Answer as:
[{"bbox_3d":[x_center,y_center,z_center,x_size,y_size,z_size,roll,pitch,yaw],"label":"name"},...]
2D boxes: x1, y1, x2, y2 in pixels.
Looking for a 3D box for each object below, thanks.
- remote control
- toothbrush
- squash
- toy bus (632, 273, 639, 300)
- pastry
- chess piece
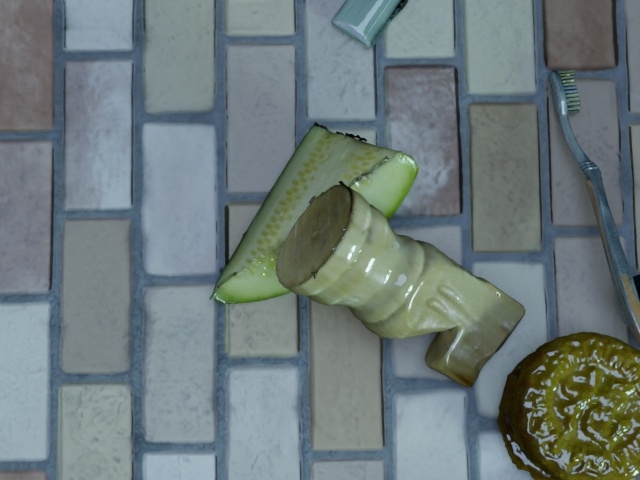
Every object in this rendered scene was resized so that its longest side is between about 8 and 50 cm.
[{"bbox_3d":[0.085,-0.320,1.711,0.065,0.029,0.166,34,82,5],"label":"remote control"},{"bbox_3d":[0.332,-0.041,1.634,0.037,0.028,0.375,-8,68,-8],"label":"toothbrush"},{"bbox_3d":[0.000,0.000,1.622,0.093,0.169,0.252,38,79,-39],"label":"squash"},{"bbox_3d":[0.558,0.026,1.551,0.408,0.092,0.093,-17,77,23],"label":"toy bus"},{"bbox_3d":[0.304,0.197,1.593,0.188,0.103,0.189,1,75,-3],"label":"pastry"},{"bbox_3d":[0.104,0.058,1.582,0.301,0.137,0.137,29,81,-26],"label":"chess piece"}]
